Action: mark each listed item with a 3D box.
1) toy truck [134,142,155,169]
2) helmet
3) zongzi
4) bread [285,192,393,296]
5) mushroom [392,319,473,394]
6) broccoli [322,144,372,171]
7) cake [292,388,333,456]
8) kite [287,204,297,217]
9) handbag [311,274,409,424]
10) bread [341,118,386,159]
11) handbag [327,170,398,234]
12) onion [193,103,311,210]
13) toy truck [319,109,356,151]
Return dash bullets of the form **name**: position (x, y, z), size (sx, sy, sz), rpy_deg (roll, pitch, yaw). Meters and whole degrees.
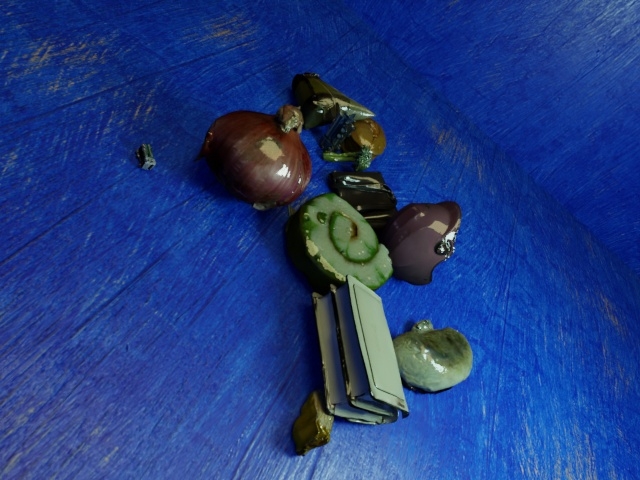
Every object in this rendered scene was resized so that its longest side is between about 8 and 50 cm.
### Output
- **toy truck**: position (-0.502, -0.242, 1.279), size (0.044, 0.039, 0.083), rpy_deg (13, 46, -51)
- **helmet**: position (0.327, -0.012, 1.576), size (0.197, 0.338, 0.271), rpy_deg (17, 25, -17)
- **zongzi**: position (0.051, -0.615, 1.921), size (0.318, 0.154, 0.289), rpy_deg (-5, 56, -18)
- **bread**: position (0.072, 0.023, 1.453), size (0.382, 0.129, 0.366), rpy_deg (25, 44, -23)
- **mushroom**: position (0.374, 0.364, 1.441), size (0.345, 0.130, 0.247), rpy_deg (12, 54, -34)
- **broccoli**: position (0.109, -0.335, 1.810), size (0.204, 0.118, 0.122), rpy_deg (3, 19, -1)
- **cake**: position (-0.004, 0.428, 1.084), size (0.079, 0.116, 0.185), rpy_deg (48, 44, 0)
- **kite**: position (0.000, 0.000, 1.520), size (0.335, 0.011, 0.314), rpy_deg (46, 40, 1)
- **handbag**: position (0.110, 0.305, 1.230), size (0.237, 0.160, 0.358), rpy_deg (31, 37, -40)
- **bread**: position (0.191, -0.453, 1.964), size (0.196, 0.142, 0.269), rpy_deg (28, 44, -18)
- **handbag**: position (0.170, -0.157, 1.726), size (0.257, 0.113, 0.285), rpy_deg (2, 56, -31)
- **onion**: position (-0.197, -0.248, 1.355), size (0.354, 0.353, 0.353), rpy_deg (23, 45, -25)
- **toy truck**: position (0.071, -0.443, 1.806), size (0.088, 0.201, 0.074), rpy_deg (48, 43, 8)
